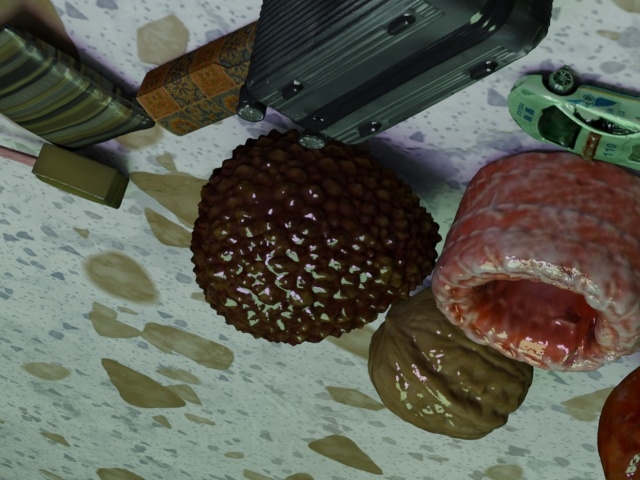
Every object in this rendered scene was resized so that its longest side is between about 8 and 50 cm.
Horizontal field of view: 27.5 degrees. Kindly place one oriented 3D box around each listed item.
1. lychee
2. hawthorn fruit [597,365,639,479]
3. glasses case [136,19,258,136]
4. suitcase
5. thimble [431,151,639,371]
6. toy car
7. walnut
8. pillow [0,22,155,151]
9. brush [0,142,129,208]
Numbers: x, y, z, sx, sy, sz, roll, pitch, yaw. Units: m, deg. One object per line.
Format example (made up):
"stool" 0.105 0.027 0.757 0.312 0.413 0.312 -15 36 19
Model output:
"lychee" 0.000 0.000 1.448 0.271 0.271 0.271 15 152 9
"hawthorn fruit" 0.474 0.240 1.566 0.242 0.241 0.272 27 151 -13
"glasses case" -0.106 -0.171 1.407 0.075 0.049 0.218 37 147 -30
"suitcase" 0.060 -0.208 1.079 0.128 0.202 0.312 23 153 -28
"thimble" 0.252 0.021 1.403 0.239 0.162 0.239 15 148 10
"toy car" 0.270 -0.108 1.268 0.186 0.058 0.093 16 154 6
"walnut" 0.162 0.151 1.666 0.213 0.213 0.213 15 152 9
"pillow" -0.326 -0.174 1.539 0.212 0.052 0.208 31 156 -32
"brush" -0.364 -0.103 1.666 0.233 0.047 0.103 20 175 4
